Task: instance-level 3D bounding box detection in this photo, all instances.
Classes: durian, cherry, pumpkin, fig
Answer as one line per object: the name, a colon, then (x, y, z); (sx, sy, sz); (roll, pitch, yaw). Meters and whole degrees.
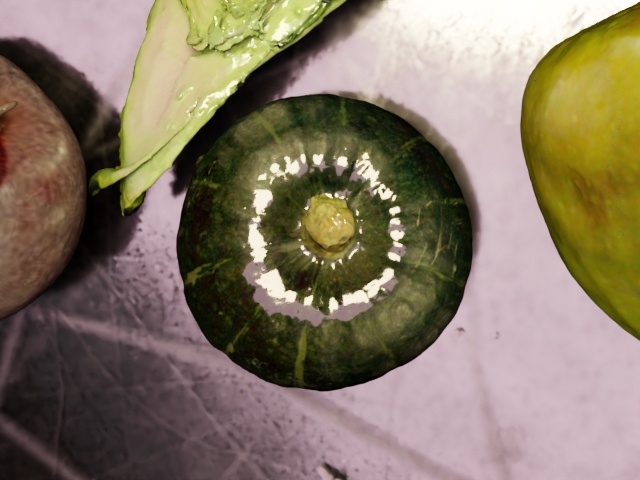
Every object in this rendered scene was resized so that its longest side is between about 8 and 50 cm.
durian: (-0.014, -0.172, 0.934); (0.106, 0.132, 0.375); (41, 93, -9)
cherry: (-0.214, -0.025, 0.971); (0.176, 0.140, 0.176); (13, 114, 31)
pumpkin: (0.000, 0.001, 0.949); (0.167, 0.125, 0.167); (1, 94, 19)
fig: (0.192, -0.036, 0.917); (0.167, 0.167, 0.233); (1, 133, 8)
